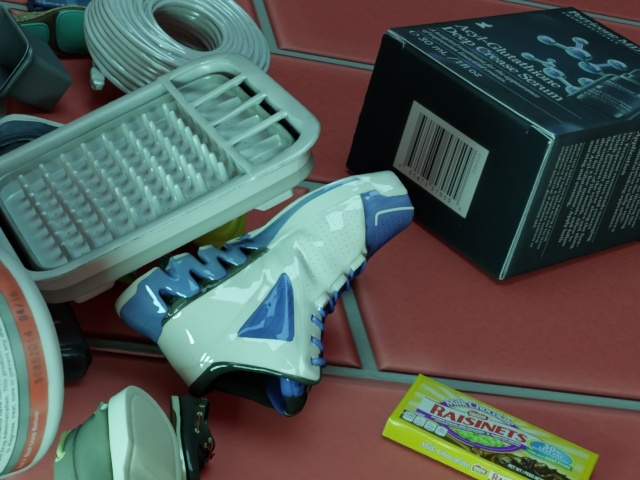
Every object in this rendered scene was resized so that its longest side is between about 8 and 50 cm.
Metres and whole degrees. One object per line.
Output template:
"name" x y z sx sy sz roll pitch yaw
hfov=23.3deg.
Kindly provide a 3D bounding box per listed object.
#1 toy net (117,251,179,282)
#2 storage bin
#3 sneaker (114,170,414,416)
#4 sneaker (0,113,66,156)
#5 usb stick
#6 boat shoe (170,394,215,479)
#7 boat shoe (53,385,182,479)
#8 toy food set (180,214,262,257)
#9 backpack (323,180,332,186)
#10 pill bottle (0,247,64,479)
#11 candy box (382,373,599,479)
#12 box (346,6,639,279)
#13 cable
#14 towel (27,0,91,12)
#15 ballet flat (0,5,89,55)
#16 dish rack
"toy net" -0.145 0.049 1.676 0.232 0.045 0.122 26 2 10
"storage bin" -0.381 -0.219 1.969 0.091 0.098 0.135 29 15 -42
"sneaker" -0.029 0.072 1.558 0.315 0.127 0.182 -27 77 -23
"sneaker" -0.270 -0.080 1.765 0.226 0.086 0.163 4 20 -4
"usb stick" -0.301 0.047 1.586 0.077 0.045 0.278 1 33 -27
"boat shoe" -0.117 0.187 1.438 0.042 0.049 0.133 3 27 -8
"boat shoe" -0.173 0.248 1.265 0.109 0.091 0.305 51 19 -31
"toy food set" -0.155 -0.040 1.755 0.218 0.071 0.128 51 37 -19
"backpack" 0.000 0.000 1.770 0.101 0.098 0.120 34 32 21
"pill bottle" -0.405 0.127 1.228 0.363 0.210 0.210 -13 41 -42
"candy box" 0.174 0.207 1.577 0.206 0.027 0.105 24 27 12
"box" 0.288 -0.141 2.044 0.395 0.212 0.293 -14 41 -43
"cable" -0.193 -0.266 2.086 0.257 0.089 0.257 8 42 -30
"towel" -0.359 -0.338 2.232 0.119 0.029 0.067 2 33 -23
"ballet flat" -0.374 -0.285 2.099 0.206 0.073 0.067 -9 24 -44
"dish rack" -0.177 -0.059 1.574 0.333 0.072 0.285 -27 34 -12
